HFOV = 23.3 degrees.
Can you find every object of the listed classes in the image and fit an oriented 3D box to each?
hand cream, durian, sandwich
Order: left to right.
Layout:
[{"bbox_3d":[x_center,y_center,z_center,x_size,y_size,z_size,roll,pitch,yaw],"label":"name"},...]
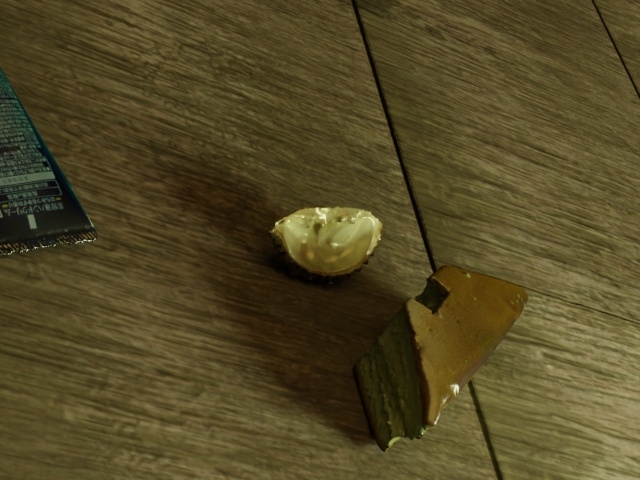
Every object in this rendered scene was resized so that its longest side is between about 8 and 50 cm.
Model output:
[{"bbox_3d":[-0.290,-0.104,1.295,0.120,0.061,0.271,-10,61,-47],"label":"hand cream"},{"bbox_3d":[0.005,0.005,1.432,0.130,0.066,0.052,-2,49,-33],"label":"durian"},{"bbox_3d":[0.099,0.093,1.390,0.088,0.090,0.244,44,36,2],"label":"sandwich"}]
